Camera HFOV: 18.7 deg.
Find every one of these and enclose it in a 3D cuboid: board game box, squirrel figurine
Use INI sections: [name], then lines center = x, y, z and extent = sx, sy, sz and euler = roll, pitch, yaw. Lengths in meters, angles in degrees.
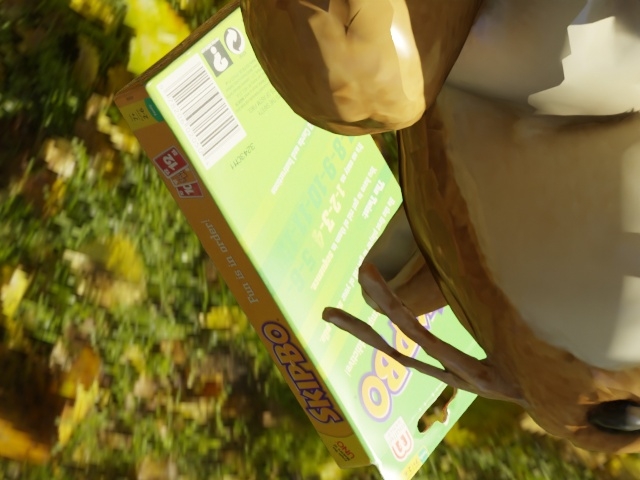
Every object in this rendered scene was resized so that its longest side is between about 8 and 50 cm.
[board game box]
center = 0.000, 0.000, 1.039
extent = 0.039, 0.124, 0.259
euler = -18, 110, 45
[squirrel figurine]
center = 0.079, -0.139, 0.637
extent = 0.281, 0.397, 0.370
euler = -14, 126, 7
